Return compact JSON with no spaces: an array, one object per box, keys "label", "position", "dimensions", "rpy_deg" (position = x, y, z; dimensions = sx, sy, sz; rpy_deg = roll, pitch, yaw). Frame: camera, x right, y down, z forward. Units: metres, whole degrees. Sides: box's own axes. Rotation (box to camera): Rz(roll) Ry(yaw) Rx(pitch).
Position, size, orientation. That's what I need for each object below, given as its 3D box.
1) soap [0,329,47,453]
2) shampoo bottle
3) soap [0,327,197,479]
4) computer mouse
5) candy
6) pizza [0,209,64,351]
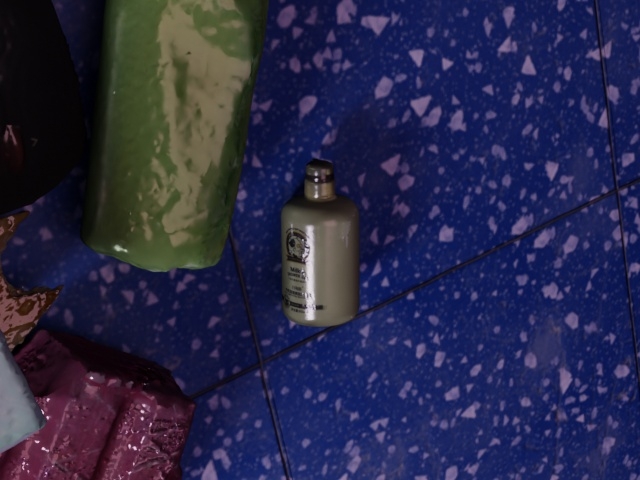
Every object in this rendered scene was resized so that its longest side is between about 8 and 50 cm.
[{"label":"soap","position":[-0.465,0.130,1.097],"dimensions":[0.446,0.156,0.261],"rpy_deg":[-28,114,-16]},{"label":"shampoo bottle","position":[0.000,0.000,1.461],"dimensions":[0.079,0.079,0.162],"rpy_deg":[-11,111,-31]},{"label":"soap","position":[-0.261,0.248,1.334],"dimensions":[0.220,0.127,0.325],"rpy_deg":[21,93,-36]},{"label":"computer mouse","position":[-0.289,-0.147,1.208],"dimensions":[0.170,0.100,0.269],"rpy_deg":[-25,117,-23]},{"label":"candy","position":[-0.128,-0.142,1.306],"dimensions":[0.142,0.132,0.343],"rpy_deg":[10,98,-6]},{"label":"pizza","position":[-0.341,0.070,1.263],"dimensions":[0.262,0.034,0.181],"rpy_deg":[-45,110,-17]}]
